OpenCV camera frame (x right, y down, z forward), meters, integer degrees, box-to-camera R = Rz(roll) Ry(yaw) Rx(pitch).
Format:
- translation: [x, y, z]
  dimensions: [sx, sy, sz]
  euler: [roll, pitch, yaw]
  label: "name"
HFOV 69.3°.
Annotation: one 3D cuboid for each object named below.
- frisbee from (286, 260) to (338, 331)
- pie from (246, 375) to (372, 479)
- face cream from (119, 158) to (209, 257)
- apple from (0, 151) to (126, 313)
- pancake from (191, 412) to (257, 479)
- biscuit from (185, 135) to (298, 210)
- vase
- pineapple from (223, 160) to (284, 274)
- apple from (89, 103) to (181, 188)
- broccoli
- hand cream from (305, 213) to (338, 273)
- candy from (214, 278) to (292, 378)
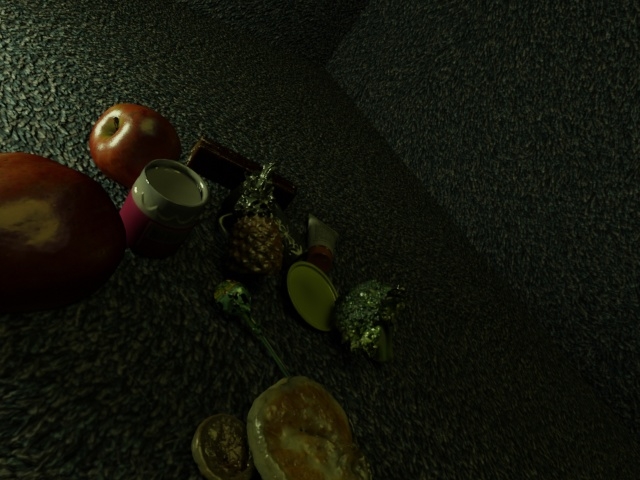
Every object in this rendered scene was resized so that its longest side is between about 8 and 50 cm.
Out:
- translation: [-0.020, 0.168, 1.404]
  dimensions: [0.236, 0.017, 0.236]
  euler: [35, 36, -31]
  label: "frisbee"
- translation: [-0.014, 0.451, 1.000]
  dimensions: [0.339, 0.077, 0.339]
  euler: [35, 28, -22]
  label: "pie"
- translation: [-0.395, -0.079, 1.160]
  dimensions: [0.175, 0.195, 0.175]
  euler: [30, 32, -21]
  label: "face cream"
- translation: [-0.599, -0.021, 0.929]
  dimensions: [0.329, 0.295, 0.365]
  euler: [8, 22, 19]
  label: "apple"
- translation: [-0.184, 0.415, 0.918]
  dimensions: [0.151, 0.025, 0.151]
  euler: [34, 26, -19]
  label: "pancake"
- translation: [-0.260, -0.217, 1.588]
  dimensions: [0.388, 0.107, 0.073]
  euler: [25, 34, -26]
  label: "biscuit"
- translation: [-0.177, -0.046, 1.440]
  dimensions: [0.251, 0.156, 0.301]
  euler: [-37, 85, -32]
  label: "vase"
- translation: [-0.180, -0.067, 1.300]
  dimensions: [0.169, 0.169, 0.340]
  euler: [12, 75, -41]
  label: "pineapple"
- translation: [-0.498, -0.249, 1.265]
  dimensions: [0.230, 0.230, 0.230]
  euler: [29, 32, -20]
  label: "apple"
- translation: [0.168, 0.246, 1.372]
  dimensions: [0.263, 0.247, 0.243]
  euler: [-137, -150, -72]
  label: "broccoli"
- translation: [0.000, 0.000, 1.626]
  dimensions: [0.139, 0.089, 0.314]
  euler: [36, 26, -11]
  label: "hand cream"
- translation: [-0.163, 0.229, 1.160]
  dimensions: [0.305, 0.083, 0.091]
  euler: [54, 30, 7]
  label: "candy"
